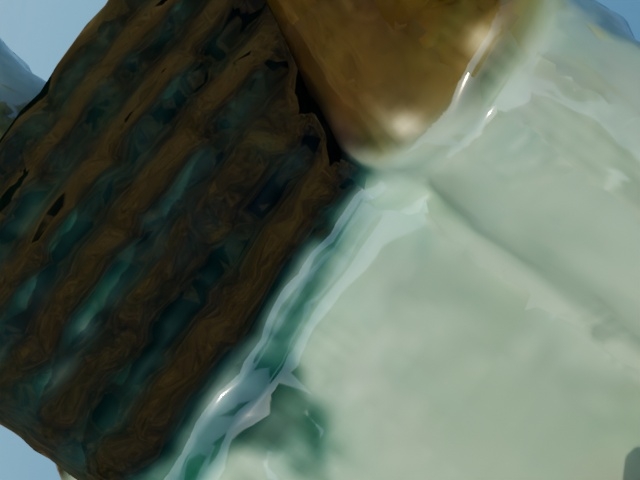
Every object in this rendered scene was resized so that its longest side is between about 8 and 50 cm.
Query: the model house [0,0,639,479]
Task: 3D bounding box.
[{"bbox_3d":[0.000,0.000,0.417,0.184,0.291,0.253,-58,-166,0],"label":"model house"}]
